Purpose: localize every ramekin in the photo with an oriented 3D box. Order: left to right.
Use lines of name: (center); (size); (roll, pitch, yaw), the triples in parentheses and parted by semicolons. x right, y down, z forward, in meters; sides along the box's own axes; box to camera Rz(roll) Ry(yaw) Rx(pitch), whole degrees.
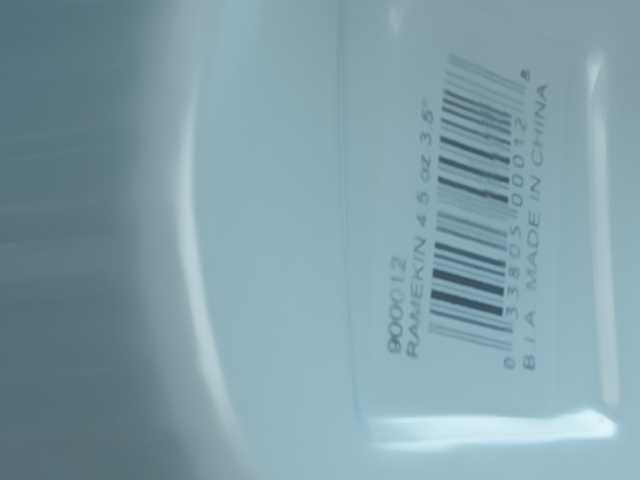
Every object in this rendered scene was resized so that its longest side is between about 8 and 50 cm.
ramekin: (0.000, 0.000, 0.522); (0.277, 0.135, 0.277); (7, 81, -48)
